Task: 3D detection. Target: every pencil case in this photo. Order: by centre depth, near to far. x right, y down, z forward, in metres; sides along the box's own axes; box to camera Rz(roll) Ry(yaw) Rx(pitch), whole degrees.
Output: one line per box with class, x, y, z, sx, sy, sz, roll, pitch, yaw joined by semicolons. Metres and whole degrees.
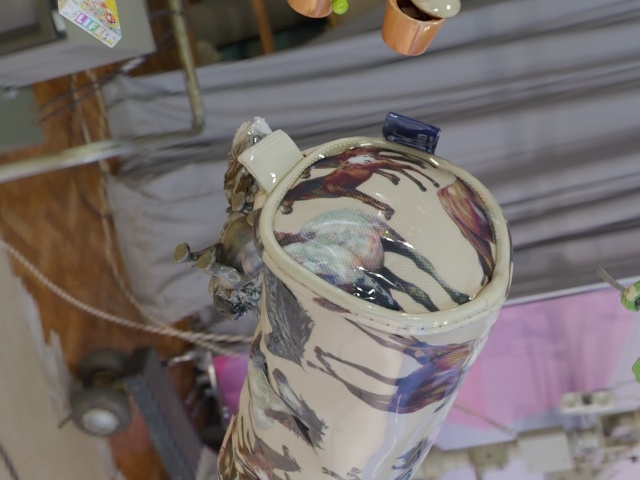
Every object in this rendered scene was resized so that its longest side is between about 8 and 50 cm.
pencil case;0.012;0.093;0.867;0.183;0.160;0.410;45;-31;21

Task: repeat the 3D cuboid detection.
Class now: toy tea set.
toy tea set;0.019;-0.358;1.389;0.200;0.336;0.124;-67;179;-45

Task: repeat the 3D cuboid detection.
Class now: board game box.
board game box;-0.369;-0.381;1.827;0.103;0.026;0.154;31;27;-37

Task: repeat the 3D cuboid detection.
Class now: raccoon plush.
raccoon plush;0.000;0.000;1.949;0.299;0.216;0.446;25;54;-28

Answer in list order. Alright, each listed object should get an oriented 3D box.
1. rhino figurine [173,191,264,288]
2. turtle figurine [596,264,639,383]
rhino figurine;-0.067;-0.023;1.490;0.106;0.243;0.073;29;27;-51
turtle figurine;0.479;0.131;1.472;0.198;0.274;0.266;56;42;-12
